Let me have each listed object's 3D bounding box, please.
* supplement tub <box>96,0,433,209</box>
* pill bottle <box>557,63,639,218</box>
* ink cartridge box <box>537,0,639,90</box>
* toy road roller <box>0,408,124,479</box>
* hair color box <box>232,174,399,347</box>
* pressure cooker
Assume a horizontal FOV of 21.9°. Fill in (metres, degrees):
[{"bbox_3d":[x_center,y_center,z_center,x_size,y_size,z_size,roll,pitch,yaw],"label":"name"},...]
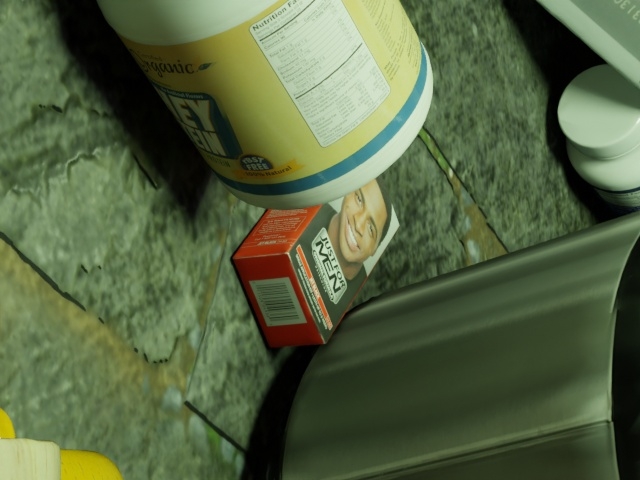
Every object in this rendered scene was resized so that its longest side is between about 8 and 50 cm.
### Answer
[{"bbox_3d":[-0.036,-0.129,0.913,0.199,0.144,0.144,56,40,-41],"label":"supplement tub"},{"bbox_3d":[0.293,-0.087,1.545,0.187,0.112,0.112,39,53,-53],"label":"pill bottle"},{"bbox_3d":[0.342,-0.230,1.567,0.308,0.091,0.385,38,27,-11],"label":"ink cartridge box"},{"bbox_3d":[-0.137,0.128,0.506,0.241,0.329,0.202,6,79,-39],"label":"toy road roller"},{"bbox_3d":[0.000,0.000,1.064,0.141,0.043,0.072,-57,133,-49],"label":"hair color box"},{"bbox_3d":[0.216,0.167,0.981,0.370,0.420,0.375,54,41,-17],"label":"pressure cooker"}]
